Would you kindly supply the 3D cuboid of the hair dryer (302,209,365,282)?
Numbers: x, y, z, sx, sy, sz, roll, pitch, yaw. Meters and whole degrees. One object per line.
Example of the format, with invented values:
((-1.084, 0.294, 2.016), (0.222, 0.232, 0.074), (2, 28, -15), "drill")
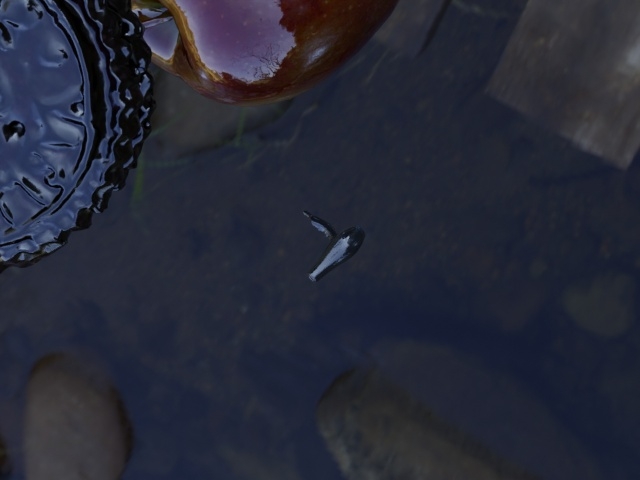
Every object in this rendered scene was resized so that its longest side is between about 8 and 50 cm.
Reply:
((0.000, 0.000, 1.892), (0.083, 0.079, 0.031), (40, 166, 34), "hair dryer")

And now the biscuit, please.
((-0.178, -0.079, 0.858), (0.194, 0.053, 0.194), (3, 110, 8), "biscuit")

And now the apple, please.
((-0.065, -0.286, 1.762), (0.288, 0.317, 0.288), (48, 157, 28), "apple")
